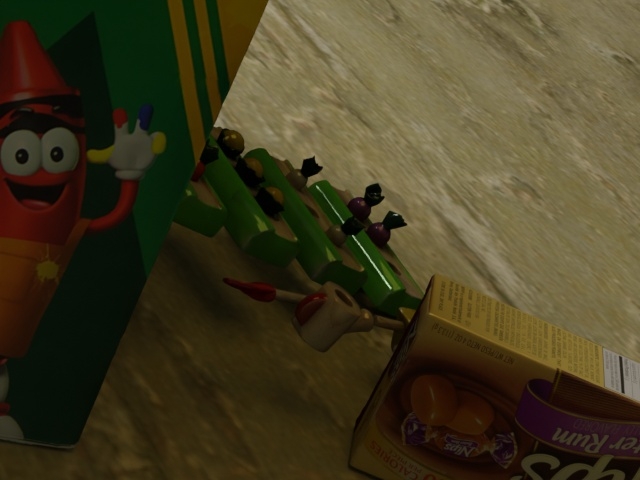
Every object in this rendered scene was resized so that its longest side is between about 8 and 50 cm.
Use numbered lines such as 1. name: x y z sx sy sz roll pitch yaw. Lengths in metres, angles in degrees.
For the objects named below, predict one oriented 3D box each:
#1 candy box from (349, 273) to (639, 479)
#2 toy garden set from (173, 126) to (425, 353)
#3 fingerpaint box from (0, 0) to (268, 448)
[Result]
1. candy box: 0.122 0.107 0.993 0.187 0.109 0.053 24 26 -4
2. toy garden set: 0.000 0.000 1.065 0.244 0.049 0.204 24 24 -50
3. fingerpaint box: -0.169 -0.176 0.965 0.163 0.371 0.445 13 28 -25
